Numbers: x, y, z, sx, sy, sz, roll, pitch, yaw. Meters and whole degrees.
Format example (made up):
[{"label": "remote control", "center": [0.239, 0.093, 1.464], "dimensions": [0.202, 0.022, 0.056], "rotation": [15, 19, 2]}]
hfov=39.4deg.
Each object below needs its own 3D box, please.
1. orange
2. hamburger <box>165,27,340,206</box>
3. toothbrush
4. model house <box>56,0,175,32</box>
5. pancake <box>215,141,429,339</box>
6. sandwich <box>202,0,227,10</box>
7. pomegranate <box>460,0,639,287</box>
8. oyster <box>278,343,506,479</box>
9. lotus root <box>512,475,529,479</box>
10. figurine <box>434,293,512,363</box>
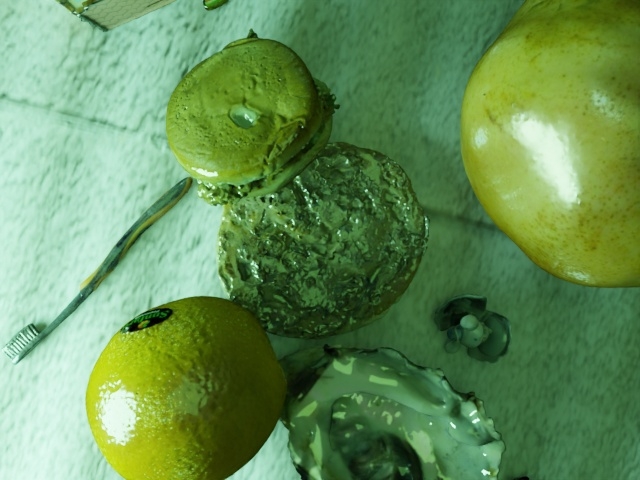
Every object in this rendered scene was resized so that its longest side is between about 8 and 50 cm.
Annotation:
[{"label": "orange", "center": [-0.156, 0.177, 1.039], "dimensions": [0.236, 0.236, 0.236], "rotation": [0, 88, -7]}, {"label": "hamburger", "center": [-0.090, -0.139, 1.091], "dimensions": [0.189, 0.122, 0.215], "rotation": [35, 78, 24]}, {"label": "toothbrush", "center": [-0.275, 0.035, 1.125], "dimensions": [0.321, 0.023, 0.031], "rotation": [-44, 97, -6]}, {"label": "model house", "center": [-0.244, -0.378, 1.080], "dimensions": [0.326, 0.169, 0.244], "rotation": [10, 94, -1]}, {"label": "pancake", "center": [0.000, -0.001, 1.148], "dimensions": [0.283, 0.049, 0.282], "rotation": [0, 87, -8]}, {"label": "sandwich", "center": [-0.126, -0.361, 1.153], "dimensions": [0.067, 0.029, 0.135], "rotation": [7, 88, -1]}, {"label": "pomegranate", "center": [0.376, -0.142, 1.036], "dimensions": [0.417, 0.417, 0.416], "rotation": [0, 88, -7]}, {"label": "oyster", "center": [0.080, 0.252, 1.124], "dimensions": [0.351, 0.115, 0.237], "rotation": [32, 93, 0]}, {"label": "lotus root", "center": [0.285, 0.385, 1.160], "dimensions": [0.143, 0.070, 0.144], "rotation": [-40, 93, -7]}, {"label": "figurine", "center": [0.192, 0.114, 1.156], "dimensions": [0.086, 0.094, 0.082], "rotation": [16, 44, -33]}]
